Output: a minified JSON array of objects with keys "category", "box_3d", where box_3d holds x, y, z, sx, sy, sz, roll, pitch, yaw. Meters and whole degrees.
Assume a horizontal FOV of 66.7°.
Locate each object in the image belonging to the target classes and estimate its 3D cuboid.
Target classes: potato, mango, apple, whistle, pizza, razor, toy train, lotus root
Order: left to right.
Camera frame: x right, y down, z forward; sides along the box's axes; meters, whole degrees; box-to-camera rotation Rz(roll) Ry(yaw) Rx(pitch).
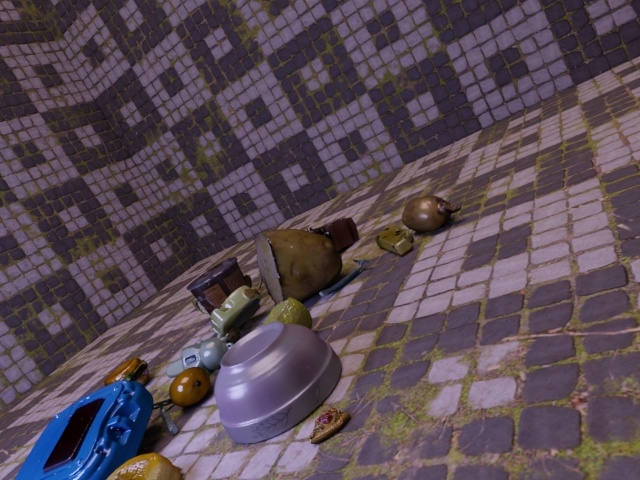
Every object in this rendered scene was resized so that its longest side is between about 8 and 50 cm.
[{"category":"razor","box_3d":[-0.398,0.462,1.260,0.084,0.036,0.211,-14,9,-26]},{"category":"mango","box_3d":[-0.349,0.388,1.304,0.111,0.089,0.163,-32,3,-5]},{"category":"whistle","box_3d":[-0.357,0.354,1.451,0.244,0.110,0.092,-27,-20,17]},{"category":"apple","box_3d":[-0.384,0.228,2.016,0.265,0.120,0.193,-26,-1,7]},{"category":"lotus root","box_3d":[-0.288,0.312,1.566,0.054,0.049,0.099,-52,-1,17]},{"category":"potato","box_3d":[-0.062,0.074,1.619,0.237,0.301,0.289,-17,34,-19]},{"category":"toy train","box_3d":[0.000,0.000,2.010,0.221,0.150,0.304,-24,6,-28]},{"category":"pizza","box_3d":[0.006,0.321,0.865,0.083,0.025,0.078,-34,14,-16]},{"category":"razor","box_3d":[0.073,0.122,1.528,0.191,0.037,0.068,-38,18,-28]},{"category":"lotus root","box_3d":[0.350,-0.089,1.562,0.125,0.118,0.221,-54,18,-24]}]

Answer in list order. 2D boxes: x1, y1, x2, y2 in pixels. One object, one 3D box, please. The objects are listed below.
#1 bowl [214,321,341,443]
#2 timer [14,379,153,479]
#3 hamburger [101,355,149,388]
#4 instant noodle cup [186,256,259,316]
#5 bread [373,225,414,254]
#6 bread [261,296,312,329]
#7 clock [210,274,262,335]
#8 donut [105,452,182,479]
[{"category":"bowl","box_3d":[-0.110,0.278,1.047,0.287,0.144,0.287,-28,12,7]},{"category":"timer","box_3d":[-0.566,0.497,1.165,0.309,0.115,0.340,-26,26,14]},{"category":"hamburger","box_3d":[-0.663,0.478,1.676,0.164,0.093,0.189,-35,11,-14]},{"category":"instant noodle cup","box_3d":[-0.351,0.201,1.808,0.217,0.207,0.217,-29,11,6]},{"category":"bread","box_3d":[0.249,-0.002,1.595,0.088,0.049,0.226,-31,12,-8]},{"category":"bread","box_3d":[-0.090,0.227,1.296,0.129,0.111,0.114,-44,3,45]},{"category":"clock","box_3d":[-0.271,0.221,1.660,0.232,0.069,0.170,-44,-16,-28]},{"category":"donut","box_3d":[-0.352,0.480,0.949,0.181,0.078,0.146,-16,21,46]}]
